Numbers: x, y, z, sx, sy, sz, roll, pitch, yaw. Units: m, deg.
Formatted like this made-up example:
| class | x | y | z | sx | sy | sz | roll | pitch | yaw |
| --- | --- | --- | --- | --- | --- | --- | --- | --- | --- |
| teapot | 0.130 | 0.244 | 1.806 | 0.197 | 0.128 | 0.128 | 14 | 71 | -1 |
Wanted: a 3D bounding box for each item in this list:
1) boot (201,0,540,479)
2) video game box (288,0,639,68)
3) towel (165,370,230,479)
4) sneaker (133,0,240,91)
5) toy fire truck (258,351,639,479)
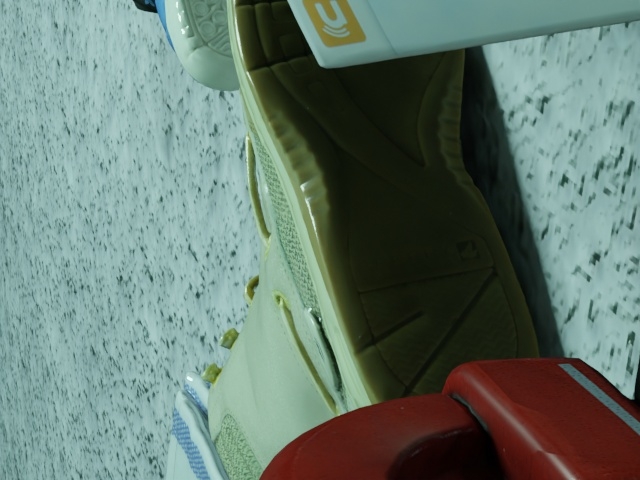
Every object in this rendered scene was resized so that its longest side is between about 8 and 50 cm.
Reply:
| class | x | y | z | sx | sy | sz | roll | pitch | yaw |
| --- | --- | --- | --- | --- | --- | --- | --- | --- | --- |
| boot | 0.000 | 0.000 | 0.633 | 0.165 | 0.077 | 0.213 | 116 | 144 | -59 |
| video game box | 0.040 | -0.125 | 0.290 | 0.205 | 0.048 | 0.187 | -4 | 123 | 47 |
| towel | -0.033 | 0.226 | 0.832 | 0.209 | 0.034 | 0.285 | -123 | 33 | -53 |
| sneaker | -0.051 | -0.110 | 0.792 | 0.084 | 0.058 | 0.152 | 123 | 145 | -51 |
| toy fire truck | 0.021 | 0.122 | 0.310 | 0.217 | 0.246 | 0.158 | -135 | 46 | -64 |
